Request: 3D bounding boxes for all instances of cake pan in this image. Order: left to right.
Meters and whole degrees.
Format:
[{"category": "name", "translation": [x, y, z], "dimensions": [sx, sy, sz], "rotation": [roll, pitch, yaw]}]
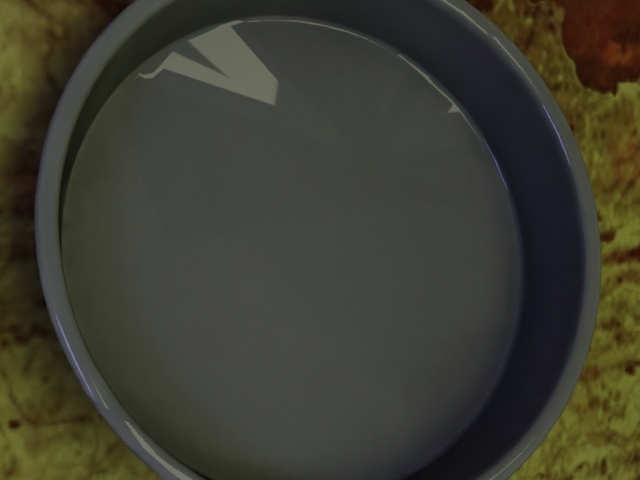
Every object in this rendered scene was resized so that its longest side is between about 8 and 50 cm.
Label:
[{"category": "cake pan", "translation": [0.000, 0.000, 0.760], "dimensions": [0.293, 0.054, 0.293], "rotation": [5, 77, -21]}]

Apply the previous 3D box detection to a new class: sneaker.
[{"category": "sneaker", "translation": [0.053, -0.001, 0.864], "dimensions": [0.208, 0.081, 0.094], "rotation": [-24, 99, -39]}]
